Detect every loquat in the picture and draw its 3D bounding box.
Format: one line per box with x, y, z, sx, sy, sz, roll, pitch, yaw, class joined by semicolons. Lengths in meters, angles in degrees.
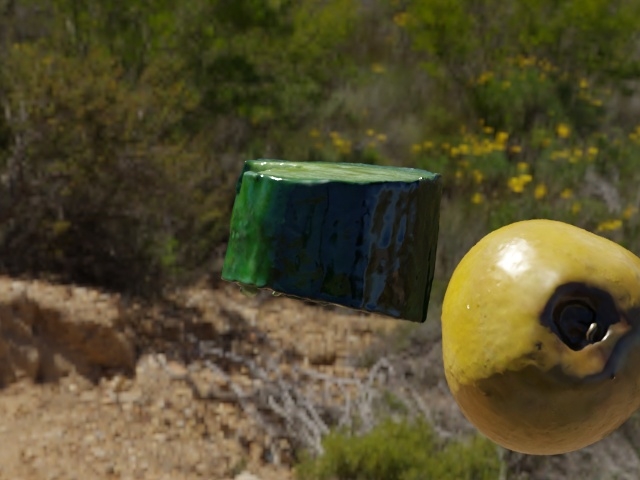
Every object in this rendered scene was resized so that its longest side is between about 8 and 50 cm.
0.262;0.108;1.469;0.275;0.274;0.275;2;31;-1;loquat

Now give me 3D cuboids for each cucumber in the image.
0.010;0.001;1.030;0.191;0.130;0.191;3;3;0;cucumber
